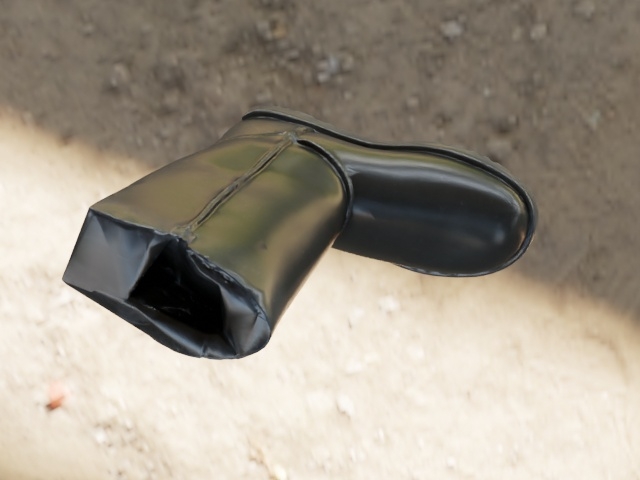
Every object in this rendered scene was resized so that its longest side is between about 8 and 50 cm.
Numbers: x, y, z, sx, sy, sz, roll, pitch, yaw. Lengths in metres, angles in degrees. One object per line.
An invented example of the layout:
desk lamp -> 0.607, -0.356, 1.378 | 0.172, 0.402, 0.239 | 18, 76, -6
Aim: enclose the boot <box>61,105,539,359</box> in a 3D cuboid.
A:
boot -> -0.002, 0.000, 1.888 | 0.367, 0.146, 0.445 | 14, 18, 14
